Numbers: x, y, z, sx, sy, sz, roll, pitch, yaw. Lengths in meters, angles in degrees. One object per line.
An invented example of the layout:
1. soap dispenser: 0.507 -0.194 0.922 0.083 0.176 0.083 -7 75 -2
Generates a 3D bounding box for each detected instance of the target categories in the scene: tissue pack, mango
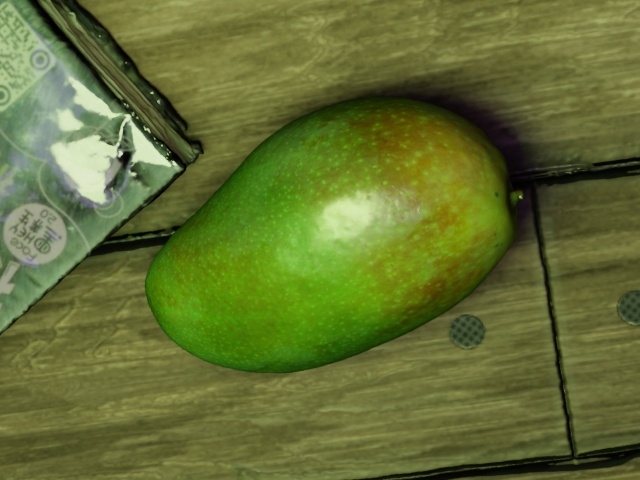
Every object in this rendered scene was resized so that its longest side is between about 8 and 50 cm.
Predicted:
1. tissue pack: -0.329 -0.060 1.738 0.361 0.122 0.259 -41 94 16
2. mango: 0.000 0.000 1.674 0.382 0.201 0.225 -23 123 22
